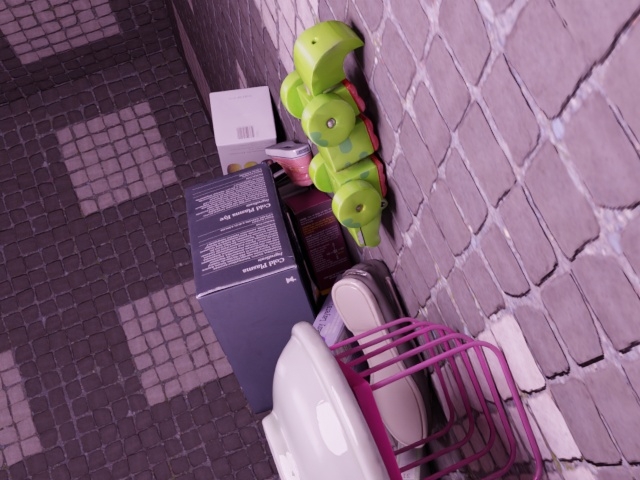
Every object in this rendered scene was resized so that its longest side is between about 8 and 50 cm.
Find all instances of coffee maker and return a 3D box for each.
[{"bbox_3d":[-0.118,-0.108,1.648,0.171,0.178,0.120,-129,20,-63],"label":"coffee maker"}]

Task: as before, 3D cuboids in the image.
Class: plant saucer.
[{"bbox_3d":[0.010,0.301,0.906,0.400,0.100,0.401,160,90,-80],"label":"plant saucer"}]

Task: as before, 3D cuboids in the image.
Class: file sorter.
[{"bbox_3d":[0.123,0.221,0.955,0.290,0.182,0.202,-177,67,-79],"label":"file sorter"}]

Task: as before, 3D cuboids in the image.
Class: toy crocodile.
[{"bbox_3d":[0.033,-0.128,0.996,0.115,0.105,0.341,57,170,51],"label":"toy crocodile"}]

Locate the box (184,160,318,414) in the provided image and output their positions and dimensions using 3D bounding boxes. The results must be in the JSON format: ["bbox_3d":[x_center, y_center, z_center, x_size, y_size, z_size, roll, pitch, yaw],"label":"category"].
[{"bbox_3d":[-0.113,0.089,1.413,0.313,0.178,0.343,-109,1,-50],"label":"box"}]

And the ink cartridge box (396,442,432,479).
[{"bbox_3d":[0.179,0.515,1.418,0.235,0.056,0.171,-73,-27,-53],"label":"ink cartridge box"}]

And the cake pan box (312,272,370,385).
[{"bbox_3d":[0.060,0.223,1.325,0.267,0.070,0.246,-61,-43,-56],"label":"cake pan box"}]

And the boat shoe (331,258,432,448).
[{"bbox_3d":[0.125,0.187,1.237,0.112,0.095,0.335,-6,113,44],"label":"boat shoe"}]

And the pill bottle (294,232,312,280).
[{"bbox_3d":[-0.026,0.037,1.803,0.067,0.067,0.120,85,162,-61],"label":"pill bottle"}]

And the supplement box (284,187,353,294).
[{"bbox_3d":[0.000,0.000,1.509,0.104,0.080,0.188,-129,19,-66],"label":"supplement box"}]

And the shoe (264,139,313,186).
[{"bbox_3d":[-0.061,-0.157,1.531,0.178,0.063,0.081,23,132,64],"label":"shoe"}]

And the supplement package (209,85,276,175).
[{"bbox_3d":[-0.175,-0.240,1.755,0.244,0.138,0.134,94,167,-72],"label":"supplement package"}]

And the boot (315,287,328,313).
[{"bbox_3d":[0.035,0.179,1.826,0.280,0.096,0.264,-113,-2,-66],"label":"boot"}]
